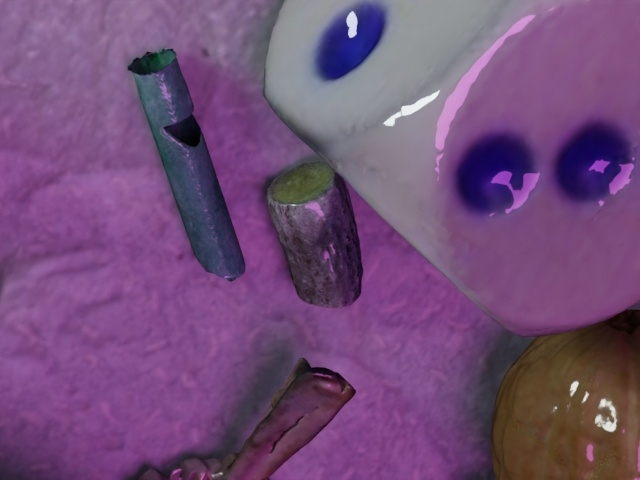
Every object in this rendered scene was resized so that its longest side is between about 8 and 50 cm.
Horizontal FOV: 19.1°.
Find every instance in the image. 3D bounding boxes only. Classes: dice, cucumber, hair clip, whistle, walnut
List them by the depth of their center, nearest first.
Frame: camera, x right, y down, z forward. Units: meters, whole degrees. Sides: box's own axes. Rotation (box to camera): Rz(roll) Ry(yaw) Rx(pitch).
[{"bbox_3d":[0.134,-0.104,1.367,0.251,0.243,0.259,-48,126,3],"label":"dice"},{"bbox_3d":[-0.097,-0.051,1.406,0.039,0.039,0.186,-23,121,-12],"label":"whistle"},{"bbox_3d":[-0.001,-0.002,1.462,0.064,0.064,0.112,-23,123,-12],"label":"cucumber"},{"bbox_3d":[-0.071,0.203,1.516,0.173,0.069,0.300,25,113,-26],"label":"hair clip"},{"bbox_3d":[0.250,0.166,1.563,0.228,0.228,0.228,-10,117,-19],"label":"walnut"}]
